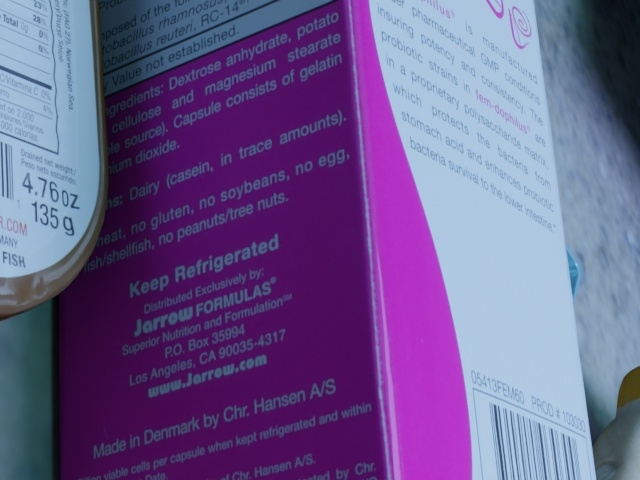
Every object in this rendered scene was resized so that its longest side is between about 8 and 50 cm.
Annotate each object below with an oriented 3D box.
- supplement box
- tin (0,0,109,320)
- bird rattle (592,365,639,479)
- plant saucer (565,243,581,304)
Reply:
[{"bbox_3d":[0.000,0.000,0.494,0.111,0.114,0.220,26,55,-50],"label":"supplement box"},{"bbox_3d":[-0.101,-0.067,0.444,0.106,0.040,0.189,25,54,-56],"label":"tin"},{"bbox_3d":[0.172,0.168,0.722,0.207,0.143,0.253,44,52,-21],"label":"bird rattle"},{"bbox_3d":[0.052,-0.035,0.689,0.192,0.018,0.067,56,34,-26],"label":"plant saucer"}]
